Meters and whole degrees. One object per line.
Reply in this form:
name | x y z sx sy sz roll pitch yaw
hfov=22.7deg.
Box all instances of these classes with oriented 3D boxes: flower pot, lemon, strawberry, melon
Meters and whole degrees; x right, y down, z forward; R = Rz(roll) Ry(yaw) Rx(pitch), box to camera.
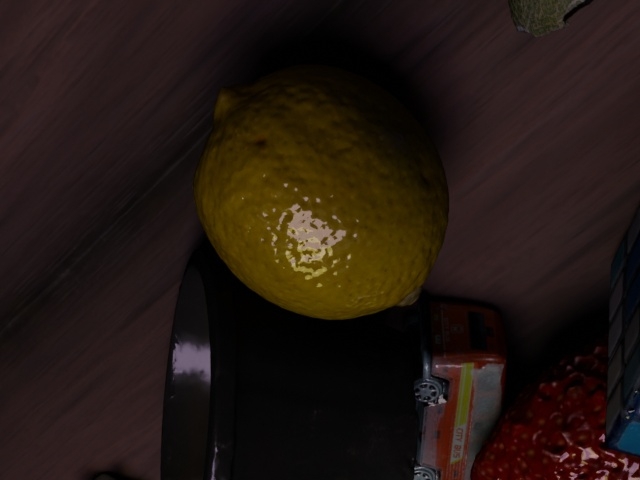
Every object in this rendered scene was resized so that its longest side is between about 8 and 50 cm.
flower pot | -0.034 0.192 1.782 0.251 0.379 0.379 4 132 -11
lemon | 0.001 -0.048 1.613 0.267 0.267 0.267 6 130 7
strawberry | 0.313 0.220 1.782 0.257 0.261 0.261 18 136 32
melon | 0.224 -0.275 1.495 0.139 0.093 0.202 60 152 -2

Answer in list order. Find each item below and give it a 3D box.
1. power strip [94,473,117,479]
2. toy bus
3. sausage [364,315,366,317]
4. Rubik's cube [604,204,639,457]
power strip | -0.293 0.464 2.204 0.091 0.062 0.385 30 135 24
toy bus | 0.154 0.194 1.870 0.120 0.121 0.265 1 130 -1
sausage | 0.035 0.082 1.863 0.015 0.015 0.100 -30 118 31
Rubik's cube | 0.459 0.055 1.572 0.287 0.293 0.292 16 129 -2
